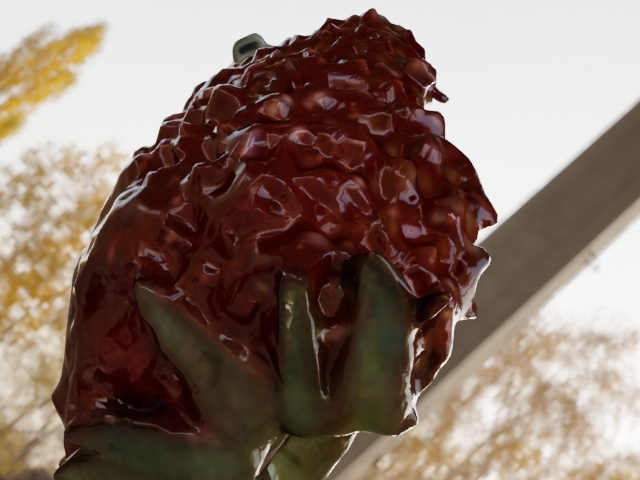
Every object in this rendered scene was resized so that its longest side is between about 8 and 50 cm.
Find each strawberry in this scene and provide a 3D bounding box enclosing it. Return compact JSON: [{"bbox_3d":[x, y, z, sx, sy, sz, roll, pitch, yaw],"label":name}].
[{"bbox_3d":[-0.035,0.003,0.435,0.087,0.167,0.208,33,19,-24],"label":"strawberry"}]

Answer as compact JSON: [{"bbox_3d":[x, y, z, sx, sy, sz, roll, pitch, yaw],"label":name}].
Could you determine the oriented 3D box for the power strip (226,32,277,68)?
[{"bbox_3d":[0.000,0.000,0.605,0.030,0.047,0.191,-115,-177,-58],"label":"power strip"}]
